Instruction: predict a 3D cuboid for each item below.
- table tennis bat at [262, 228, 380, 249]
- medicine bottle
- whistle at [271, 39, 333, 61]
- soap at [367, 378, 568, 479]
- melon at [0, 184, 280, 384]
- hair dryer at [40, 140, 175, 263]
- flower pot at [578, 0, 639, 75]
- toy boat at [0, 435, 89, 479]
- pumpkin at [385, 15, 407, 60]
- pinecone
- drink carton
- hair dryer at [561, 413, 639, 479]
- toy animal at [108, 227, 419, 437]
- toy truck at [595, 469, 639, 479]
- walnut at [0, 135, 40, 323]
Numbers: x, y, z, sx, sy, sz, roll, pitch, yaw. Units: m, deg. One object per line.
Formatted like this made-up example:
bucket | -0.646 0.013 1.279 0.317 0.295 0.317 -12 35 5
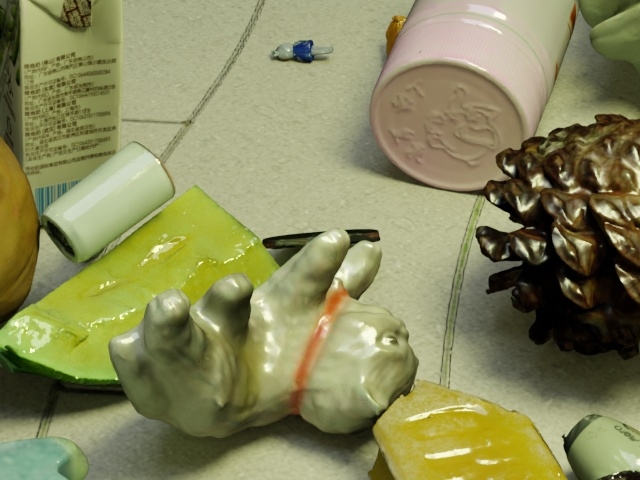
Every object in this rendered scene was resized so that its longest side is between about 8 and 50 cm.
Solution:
table tennis bat | 0.000 0.000 1.853 0.130 0.019 0.220 -4 2 2
medicine bottle | 0.193 -0.228 2.086 0.202 0.202 0.316 11 42 14
whistle | -0.024 -0.252 2.268 0.083 0.029 0.033 0 21 12
soap | 0.143 0.237 1.589 0.160 0.080 0.257 -8 39 -17
melon | -0.202 0.067 1.779 0.323 0.124 0.196 -31 45 -29
hair dryer | -0.244 -0.021 1.838 0.131 0.236 0.073 -39 91 -21
flower pot | 0.448 -0.313 2.157 0.164 0.254 0.367 -26 24 37
toy boat | -0.306 0.300 1.512 0.215 0.123 0.330 37 40 28
pumpkin | 0.123 -0.249 2.242 0.074 0.054 0.083 15 42 -14
pinecone | 0.307 -0.003 1.762 0.295 0.242 0.298 -14 29 23
drink carton | -0.316 -0.196 1.959 0.132 0.325 0.194 -15 42 -25
hair dryer | 0.363 0.246 1.604 0.224 0.088 0.219 -1 42 -27
toy animal | -0.043 0.122 1.645 0.266 0.308 0.188 -31 76 7
toy truck | 0.238 0.259 1.431 0.285 0.111 0.136 -5 68 -26
walnut | -0.481 -0.018 1.736 0.397 0.308 0.354 26 44 27
